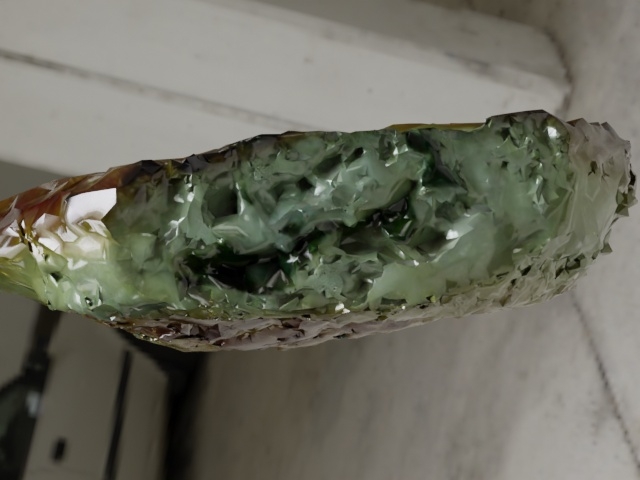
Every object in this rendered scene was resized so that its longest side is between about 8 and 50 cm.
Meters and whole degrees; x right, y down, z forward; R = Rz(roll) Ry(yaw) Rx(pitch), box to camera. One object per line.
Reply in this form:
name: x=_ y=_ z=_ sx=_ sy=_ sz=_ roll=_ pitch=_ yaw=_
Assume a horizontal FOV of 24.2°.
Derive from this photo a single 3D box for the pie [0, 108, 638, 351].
pie: x=0.000 y=0.000 z=0.745 sx=0.288 sy=0.355 sz=0.102 roll=146 pitch=116 yaw=-78
